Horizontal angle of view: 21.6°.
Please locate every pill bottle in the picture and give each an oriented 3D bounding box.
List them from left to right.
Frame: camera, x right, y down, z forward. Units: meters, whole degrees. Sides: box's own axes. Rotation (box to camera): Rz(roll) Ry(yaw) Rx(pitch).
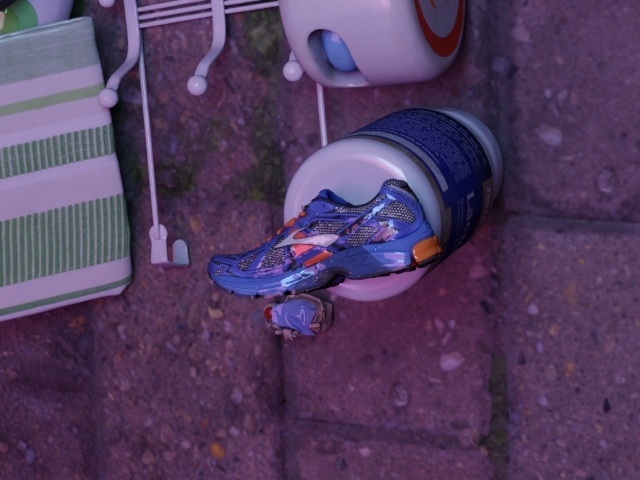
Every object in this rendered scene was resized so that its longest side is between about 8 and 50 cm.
[{"bbox_3d":[0.081,-0.047,1.630,0.153,0.264,0.153,7,107,22],"label":"pill bottle"}]

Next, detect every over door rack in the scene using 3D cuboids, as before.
[{"bbox_3d":[-0.102,-0.127,1.775,0.239,0.108,0.324,-5,101,25],"label":"over door rack"}]

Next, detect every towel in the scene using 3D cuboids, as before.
[{"bbox_3d":[-0.341,-0.065,1.826,0.247,0.038,0.325,-13,115,-11],"label":"towel"}]

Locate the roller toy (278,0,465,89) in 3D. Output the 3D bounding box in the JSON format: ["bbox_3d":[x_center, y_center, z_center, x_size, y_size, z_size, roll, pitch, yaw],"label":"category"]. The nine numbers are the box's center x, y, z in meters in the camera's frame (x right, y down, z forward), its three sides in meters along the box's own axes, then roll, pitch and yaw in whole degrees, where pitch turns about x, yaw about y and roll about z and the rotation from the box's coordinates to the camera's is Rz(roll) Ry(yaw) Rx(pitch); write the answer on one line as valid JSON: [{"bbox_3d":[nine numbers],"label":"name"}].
[{"bbox_3d":[0.045,-0.248,1.633,0.146,0.191,0.209,-3,102,24],"label":"roller toy"}]

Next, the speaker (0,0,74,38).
[{"bbox_3d":[-0.357,-0.181,1.858,0.131,0.131,0.297,23,111,16],"label":"speaker"}]

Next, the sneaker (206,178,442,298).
[{"bbox_3d":[0.000,0.000,1.494,0.221,0.083,0.087,-12,86,20],"label":"sneaker"}]

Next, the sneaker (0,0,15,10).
[{"bbox_3d":[-0.335,-0.378,1.714,0.116,0.136,0.314,14,72,16],"label":"sneaker"}]

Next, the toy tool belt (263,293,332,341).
[{"bbox_3d":[-0.031,0.083,1.828,0.083,0.051,0.052,4,104,22],"label":"toy tool belt"}]
